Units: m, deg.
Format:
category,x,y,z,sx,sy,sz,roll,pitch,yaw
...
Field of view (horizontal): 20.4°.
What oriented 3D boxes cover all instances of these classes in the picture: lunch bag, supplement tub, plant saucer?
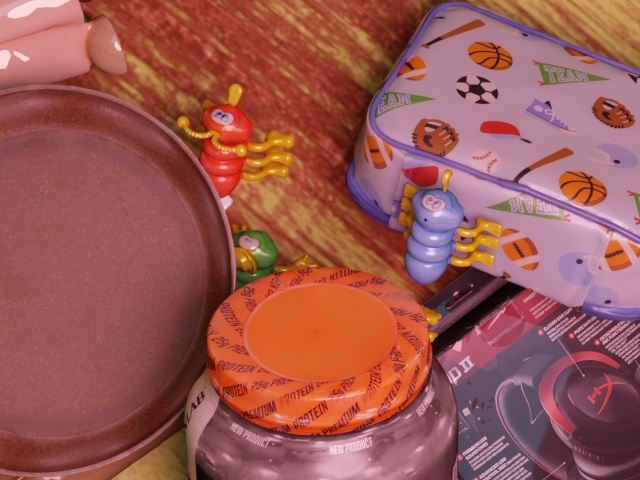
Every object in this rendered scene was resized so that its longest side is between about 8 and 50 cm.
category,x,y,z,sx,sy,sz,roll,pitch,yaw
lunch bag,0.192,-0.071,1.479,0.303,0.115,0.243,25,44,9
supplement tub,0.003,0.202,1.374,0.207,0.207,0.338,-11,124,-12
plant saucer,-0.218,0.032,1.420,0.311,0.050,0.310,0,84,4

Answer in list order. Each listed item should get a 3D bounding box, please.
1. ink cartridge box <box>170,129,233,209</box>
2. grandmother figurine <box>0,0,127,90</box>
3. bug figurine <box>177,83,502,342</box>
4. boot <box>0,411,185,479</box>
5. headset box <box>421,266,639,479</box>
category,x,y,z,sx,sy,sz,roll,pitch,yaw
ink cartridge box,-0.117,-0.048,1.524,0.083,0.028,0.048,45,80,-6
grandmother figurine,-0.345,-0.148,1.450,0.342,0.104,0.207,-22,83,-14
bug figurine,0.000,0.000,1.428,0.279,0.216,0.072,22,40,21
boot,-0.173,0.188,1.471,0.269,0.089,0.236,-38,95,-12
headset box,0.198,0.155,1.536,0.218,0.110,0.293,-37,95,-12
